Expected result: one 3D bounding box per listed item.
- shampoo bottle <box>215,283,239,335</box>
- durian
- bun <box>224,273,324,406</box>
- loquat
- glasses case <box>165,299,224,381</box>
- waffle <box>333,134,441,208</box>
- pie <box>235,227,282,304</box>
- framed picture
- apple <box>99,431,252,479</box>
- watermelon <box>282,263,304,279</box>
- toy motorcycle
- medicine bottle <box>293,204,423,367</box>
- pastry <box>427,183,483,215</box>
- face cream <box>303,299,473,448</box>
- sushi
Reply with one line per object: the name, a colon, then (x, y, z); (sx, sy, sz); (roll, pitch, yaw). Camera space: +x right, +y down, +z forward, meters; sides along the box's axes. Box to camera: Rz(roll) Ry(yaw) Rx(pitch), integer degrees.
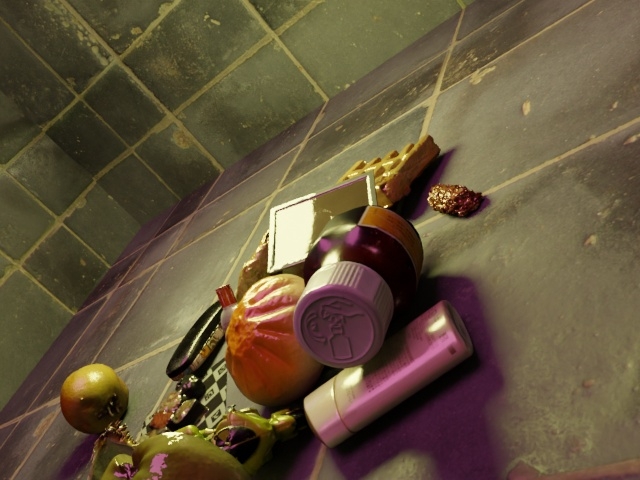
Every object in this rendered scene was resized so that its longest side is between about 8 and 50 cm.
shampoo bottle: (-0.207, 0.218, 1.747); (0.051, 0.221, 0.108); (-19, -5, -41)
durian: (-0.492, 0.563, 1.663); (0.144, 0.139, 0.252); (-1, 70, 37)
bun: (-0.119, 0.209, 1.524); (0.299, 0.164, 0.299); (-25, 55, 42)
loquat: (-0.688, 0.479, 2.124); (0.213, 0.213, 0.213); (-36, 21, 17)
glasses case: (-0.346, 0.285, 2.045); (0.122, 0.082, 0.321); (-32, 18, 42)
waffle: (0.148, -0.161, 1.963); (0.348, 0.077, 0.304); (-16, 23, 49)
pie: (-0.136, 0.079, 1.887); (0.339, 0.083, 0.339); (-61, -9, -17)
framed picture: (0.006, -0.044, 1.674); (0.293, 0.018, 0.231); (-20, 43, 18)
apple: (-0.274, 0.502, 1.233); (0.295, 0.258, 0.233); (-24, 30, 39)
watermelon: (0.029, 0.034, 1.764); (0.201, 0.213, 0.262); (17, 62, 43)
toy motorcycle: (-0.181, 0.417, 1.395); (0.342, 0.206, 0.142); (-29, 66, 31)
medicine bottle: (0.065, 0.089, 1.374); (0.242, 0.242, 0.395); (-32, 9, 28)
pastry: (0.310, -0.102, 1.644); (0.087, 0.063, 0.169); (-45, 19, -13)
face cream: (0.114, 0.252, 1.270); (0.348, 0.081, 0.173); (-38, 16, 13)
sushi: (-0.390, 0.455, 1.815); (0.339, 0.069, 0.320); (-39, 20, 11)
